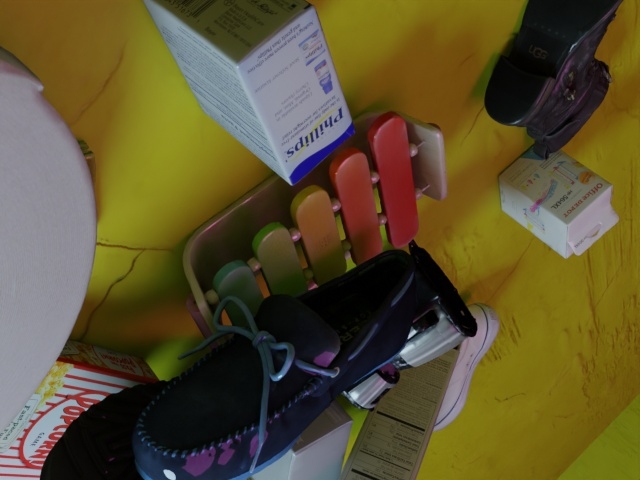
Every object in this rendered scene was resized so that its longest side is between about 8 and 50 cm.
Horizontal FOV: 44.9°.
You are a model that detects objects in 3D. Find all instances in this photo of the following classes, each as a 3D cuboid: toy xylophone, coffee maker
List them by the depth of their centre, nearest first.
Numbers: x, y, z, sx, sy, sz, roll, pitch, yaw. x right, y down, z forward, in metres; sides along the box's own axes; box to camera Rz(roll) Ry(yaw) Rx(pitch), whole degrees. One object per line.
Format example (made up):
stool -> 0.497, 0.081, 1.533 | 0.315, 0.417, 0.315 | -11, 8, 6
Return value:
toy xylophone -> 0.000, 0.000, 0.825 | 0.322, 0.081, 0.236 | -41, 147, -8
coffee maker -> 0.080, 0.097, 0.975 | 0.178, 0.171, 0.120 | -37, 143, 17

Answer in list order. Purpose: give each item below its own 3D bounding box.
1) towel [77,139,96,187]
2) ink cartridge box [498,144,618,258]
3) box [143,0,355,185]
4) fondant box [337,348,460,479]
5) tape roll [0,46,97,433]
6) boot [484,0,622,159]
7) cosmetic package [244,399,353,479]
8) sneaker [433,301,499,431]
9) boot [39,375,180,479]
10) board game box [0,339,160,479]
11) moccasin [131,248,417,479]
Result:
towel -> -0.278, -0.002, 0.570 | 0.237, 0.021, 0.102 | -21, 138, -33
ink cartridge box -> 0.334, -0.055, 1.080 | 0.092, 0.143, 0.090 | -41, 146, -10
box -> -0.051, -0.132, 0.591 | 0.072, 0.126, 0.137 | -41, 147, -12
fondant box -> 0.095, 0.331, 1.127 | 0.330, 0.096, 0.238 | -55, 161, -47
tape roll -> -0.303, 0.045, 0.441 | 0.392, 0.072, 0.392 | -41, 151, -28
boot -> 0.313, -0.226, 0.952 | 0.229, 0.091, 0.263 | 2, 127, -55
cosmetic package -> -0.044, 0.287, 1.034 | 0.107, 0.127, 0.238 | -20, 140, -33
sneaker -> 0.196, 0.207, 1.267 | 0.091, 0.094, 0.258 | 4, 119, -28
boot -> -0.177, 0.268, 0.787 | 0.260, 0.131, 0.348 | -55, 163, 21
board game box -> -0.265, 0.161, 0.730 | 0.147, 0.045, 0.193 | -51, 147, 5
moccasin -> -0.034, 0.094, 0.719 | 0.342, 0.137, 0.117 | -33, 143, -45
